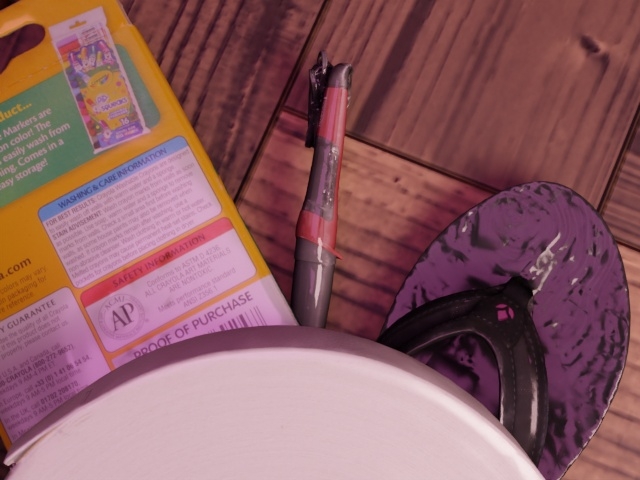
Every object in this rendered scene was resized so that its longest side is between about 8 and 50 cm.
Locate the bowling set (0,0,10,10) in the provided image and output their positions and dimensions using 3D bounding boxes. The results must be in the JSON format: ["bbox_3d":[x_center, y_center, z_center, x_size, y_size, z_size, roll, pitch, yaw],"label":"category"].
[{"bbox_3d":[-0.323,-0.245,0.923,0.154,0.287,0.199,-2,111,10],"label":"bowling set"}]

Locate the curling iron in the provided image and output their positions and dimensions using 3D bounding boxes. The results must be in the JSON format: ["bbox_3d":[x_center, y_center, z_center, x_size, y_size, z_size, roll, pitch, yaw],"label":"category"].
[{"bbox_3d":[0.000,0.000,0.908,0.035,0.068,0.274,4,83,3],"label":"curling iron"}]

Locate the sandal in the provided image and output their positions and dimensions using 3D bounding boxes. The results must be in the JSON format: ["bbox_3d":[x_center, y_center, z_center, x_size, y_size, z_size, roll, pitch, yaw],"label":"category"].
[{"bbox_3d":[0.066,0.153,0.840,0.168,0.107,0.445,34,83,10],"label":"sandal"}]

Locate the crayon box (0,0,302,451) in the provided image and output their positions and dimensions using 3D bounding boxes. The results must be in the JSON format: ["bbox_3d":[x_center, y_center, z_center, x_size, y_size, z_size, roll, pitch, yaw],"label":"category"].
[{"bbox_3d":[-0.161,-0.003,0.868,0.203,0.083,0.323,-28,77,-3],"label":"crayon box"}]

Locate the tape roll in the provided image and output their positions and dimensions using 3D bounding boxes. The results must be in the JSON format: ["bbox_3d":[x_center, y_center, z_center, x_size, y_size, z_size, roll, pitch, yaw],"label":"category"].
[{"bbox_3d":[-0.029,0.245,0.757,0.392,0.072,0.391,0,97,-2],"label":"tape roll"}]
